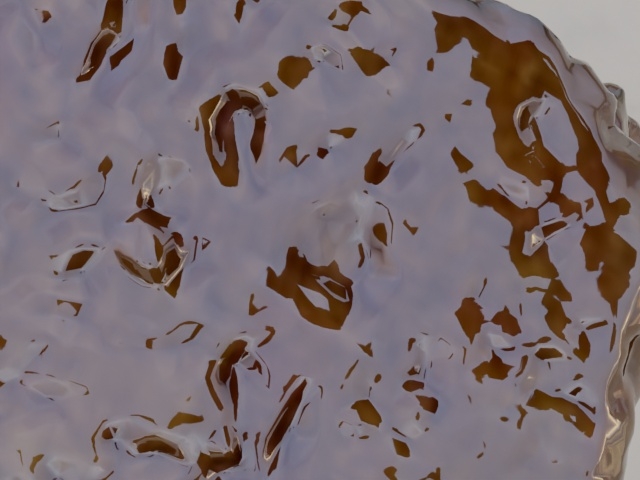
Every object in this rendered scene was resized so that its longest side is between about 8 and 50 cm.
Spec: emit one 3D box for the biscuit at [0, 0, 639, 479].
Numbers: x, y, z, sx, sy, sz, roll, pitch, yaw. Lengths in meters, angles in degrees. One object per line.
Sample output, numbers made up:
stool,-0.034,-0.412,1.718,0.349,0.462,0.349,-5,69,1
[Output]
biscuit,-0.053,0.024,0.841,0.395,0.166,0.342,22,78,-9
